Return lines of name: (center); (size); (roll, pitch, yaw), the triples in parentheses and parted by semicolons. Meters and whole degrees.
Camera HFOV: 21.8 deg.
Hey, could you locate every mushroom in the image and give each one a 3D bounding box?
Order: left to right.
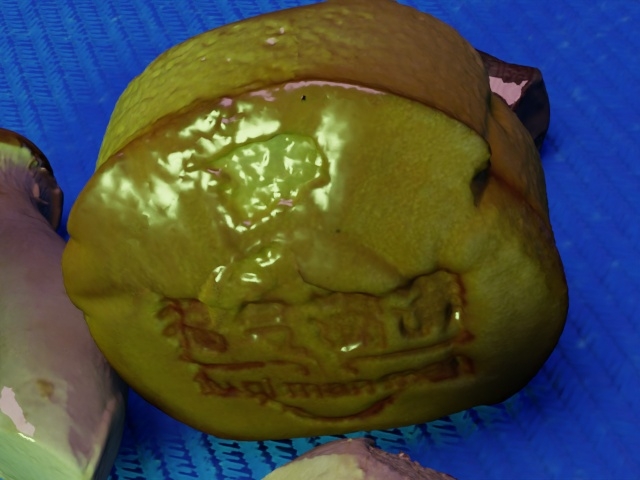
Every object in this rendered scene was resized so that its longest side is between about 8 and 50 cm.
mushroom: (-0.189, 0.047, 1.030); (0.128, 0.128, 0.350); (-23, 39, -2)

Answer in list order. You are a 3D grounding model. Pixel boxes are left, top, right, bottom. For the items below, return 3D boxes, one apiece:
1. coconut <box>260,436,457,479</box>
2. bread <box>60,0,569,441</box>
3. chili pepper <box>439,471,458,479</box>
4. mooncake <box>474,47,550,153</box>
coconut: (0.022, 0.192, 0.749); (0.194, 0.194, 0.194); (-12, 42, 11)
bread: (0.000, 0.000, 0.906); (0.269, 0.270, 0.148); (-10, 41, 13)
chili pepper: (-0.042, 0.190, 0.862); (0.272, 0.071, 0.063); (-34, 3, -22)
mooncake: (0.075, -0.081, 1.095); (0.130, 0.073, 0.125); (-36, 41, -18)
